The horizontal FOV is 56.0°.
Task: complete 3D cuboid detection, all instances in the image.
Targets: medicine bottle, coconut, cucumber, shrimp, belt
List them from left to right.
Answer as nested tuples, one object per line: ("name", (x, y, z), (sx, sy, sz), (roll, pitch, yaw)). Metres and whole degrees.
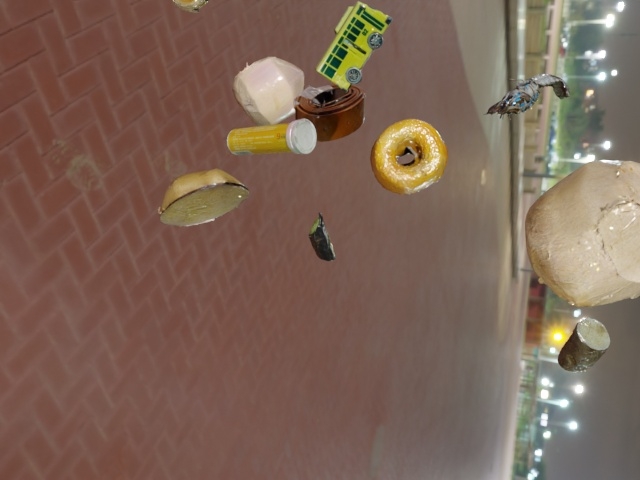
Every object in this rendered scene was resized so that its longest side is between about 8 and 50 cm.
("medicine bottle", (-0.113, -0.223, 1.328), (0.073, 0.218, 0.074), (-5, 97, -50))
("coconut", (-0.161, -0.493, 1.966), (0.234, 0.224, 0.224), (-42, 154, 1))
("cucumber", (0.000, 0.000, 2.133), (0.046, 0.070, 0.220), (-107, 178, -50))
("belt", (0.029, -0.393, 1.813), (0.261, 0.184, 0.105), (-35, 140, -37))
("shrimp", (0.402, -0.287, 1.182), (0.082, 0.174, 0.076), (164, -95, -77))
("coconut", (0.693, -0.004, 1.507), (0.360, 0.346, 0.346), (-48, -169, 46))

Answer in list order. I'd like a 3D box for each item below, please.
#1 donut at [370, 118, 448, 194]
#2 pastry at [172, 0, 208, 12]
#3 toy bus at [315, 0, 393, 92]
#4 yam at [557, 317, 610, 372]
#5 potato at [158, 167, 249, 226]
("donut", (0.282, -0.272, 1.930), (0.118, 0.253, 0.254), (75, 24, -81))
("pastry", (-0.431, -0.827, 1.955), (0.088, 0.165, 0.166), (-70, 159, -64))
("toy bus", (0.068, -0.408, 1.258), (0.175, 0.101, 0.088), (-56, -170, 15))
("yam", (0.760, 0.311, 1.740), (0.183, 0.107, 0.107), (95, 15, -51))
("potato", (-0.359, -0.146, 1.838), (0.239, 0.299, 0.116), (12, 59, -50))
